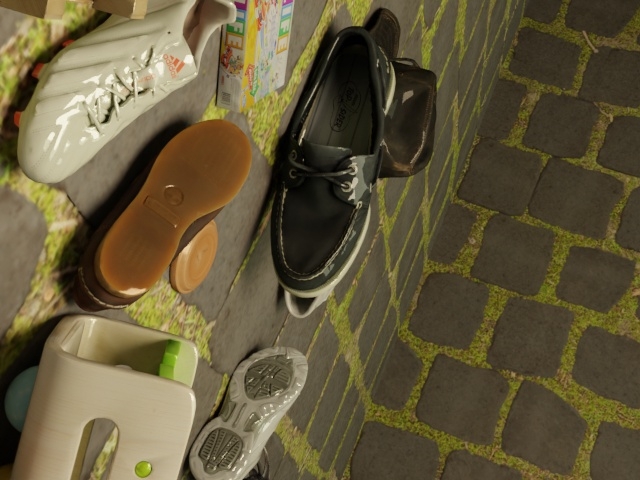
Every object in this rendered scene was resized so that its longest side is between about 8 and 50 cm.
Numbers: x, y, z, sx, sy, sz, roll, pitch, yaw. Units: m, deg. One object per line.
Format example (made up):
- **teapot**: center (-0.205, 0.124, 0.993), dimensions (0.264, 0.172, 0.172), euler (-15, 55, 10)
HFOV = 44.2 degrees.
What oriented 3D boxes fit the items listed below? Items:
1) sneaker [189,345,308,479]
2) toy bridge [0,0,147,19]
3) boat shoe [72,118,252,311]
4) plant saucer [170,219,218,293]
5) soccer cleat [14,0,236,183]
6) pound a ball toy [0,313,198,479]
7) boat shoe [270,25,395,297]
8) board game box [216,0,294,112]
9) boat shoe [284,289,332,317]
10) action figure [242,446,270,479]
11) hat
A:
- **sneaker**: center (-0.098, 0.245, 1.074), dimensions (0.232, 0.090, 0.115), euler (-50, 162, -32)
- **toy bridge**: center (-0.162, -0.134, 0.408), dimensions (0.188, 0.063, 0.026), euler (-37, 143, -67)
- **boat shoe**: center (-0.132, -0.024, 0.654), dimensions (0.073, 0.073, 0.207), euler (-31, -163, 48)
- **plant saucer**: center (-0.126, 0.015, 0.806), dimensions (0.083, 0.013, 0.083), euler (19, 90, -76)
- **soccer cleat**: center (-0.128, -0.113, 0.528), dimensions (0.068, 0.076, 0.196), euler (86, 28, -55)
- **pound a ball toy**: center (-0.201, 0.220, 0.635), dimensions (0.208, 0.136, 0.319), euler (-131, -123, -78)
- **boat shoe**: center (0.012, -0.104, 0.938), dimensions (0.113, 0.127, 0.340), euler (66, 44, -67)
- **board game box**: center (-0.058, -0.211, 0.751), dimensions (0.103, 0.026, 0.154), euler (-50, 154, -55)
- **boat shoe**: center (0.000, 0.000, 1.077), dimensions (0.084, 0.095, 0.258), euler (-59, 160, -51)
- **action figure**: center (-0.115, 0.424, 1.068), dimensions (0.164, 0.141, 0.275), euler (-34, -161, 53)
- **hat**: center (0.108, -0.170, 1.183), dimensions (0.331, 0.134, 0.331), euler (19, 90, -76)
